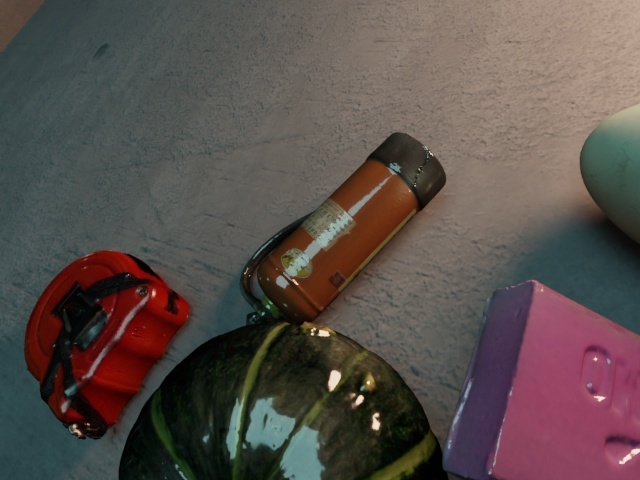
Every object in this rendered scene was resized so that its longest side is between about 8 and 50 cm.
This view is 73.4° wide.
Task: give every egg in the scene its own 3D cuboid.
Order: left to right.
[{"bbox_3d":[0.415,-0.061,0.453,0.183,0.183,0.264,-47,50,-7],"label":"egg"}]

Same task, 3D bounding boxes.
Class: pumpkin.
[{"bbox_3d":[-0.036,0.241,0.421,0.322,0.241,0.324,-1,81,9],"label":"pumpkin"}]

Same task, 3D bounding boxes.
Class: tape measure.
[{"bbox_3d":[-0.365,0.144,0.707,0.260,0.114,0.253,26,75,32],"label":"tape measure"}]

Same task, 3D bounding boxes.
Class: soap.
[{"bbox_3d":[0.255,0.172,0.377,0.259,0.081,0.181,29,65,-1],"label":"soap"}]

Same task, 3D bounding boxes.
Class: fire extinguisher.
[{"bbox_3d":[0.008,0.008,0.650,0.376,0.113,0.200,-46,14,-7],"label":"fire extinguisher"}]
